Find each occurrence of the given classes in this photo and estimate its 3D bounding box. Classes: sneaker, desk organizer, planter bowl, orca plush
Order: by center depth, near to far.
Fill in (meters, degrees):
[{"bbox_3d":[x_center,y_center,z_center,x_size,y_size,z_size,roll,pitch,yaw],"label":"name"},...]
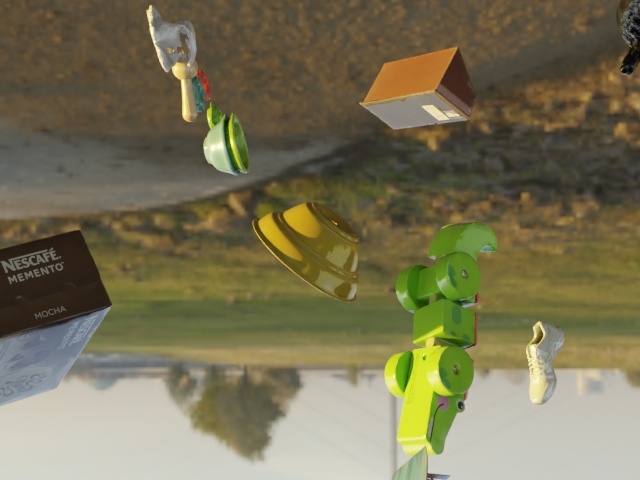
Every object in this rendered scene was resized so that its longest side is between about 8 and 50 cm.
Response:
[{"bbox_3d":[0.097,-0.142,1.080,0.047,0.050,0.130,34,165,-25],"label":"desk organizer"},{"bbox_3d":[0.412,-0.241,1.402,0.151,0.102,0.287,27,-171,7],"label":"orca plush"},{"bbox_3d":[0.000,0.000,1.912,0.217,0.090,0.217,37,-167,-10],"label":"planter bowl"},{"bbox_3d":[0.387,0.215,2.035,0.061,0.152,0.053,27,156,-34],"label":"sneaker"}]

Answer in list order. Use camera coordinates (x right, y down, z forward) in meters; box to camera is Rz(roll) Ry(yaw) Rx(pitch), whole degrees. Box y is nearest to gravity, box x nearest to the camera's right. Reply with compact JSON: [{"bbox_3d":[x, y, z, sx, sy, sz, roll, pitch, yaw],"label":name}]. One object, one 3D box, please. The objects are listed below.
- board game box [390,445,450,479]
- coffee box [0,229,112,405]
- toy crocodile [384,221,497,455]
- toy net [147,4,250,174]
[{"bbox_3d":[0.081,0.263,1.021,0.033,0.133,0.169,16,154,-5],"label":"board game box"},{"bbox_3d":[-0.415,0.120,1.554,0.168,0.119,0.297,-15,160,-35],"label":"coffee box"},{"bbox_3d":[0.167,0.127,1.554,0.105,0.341,0.115,24,152,-29],"label":"toy crocodile"},{"bbox_3d":[-0.133,-0.180,1.290,0.045,0.122,0.232,-11,137,10],"label":"toy net"}]
